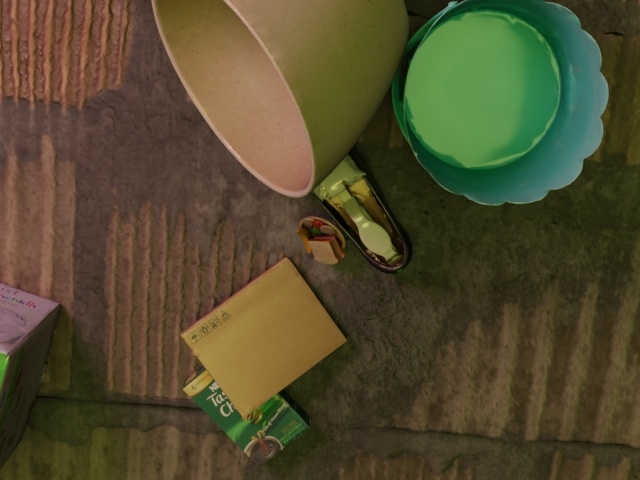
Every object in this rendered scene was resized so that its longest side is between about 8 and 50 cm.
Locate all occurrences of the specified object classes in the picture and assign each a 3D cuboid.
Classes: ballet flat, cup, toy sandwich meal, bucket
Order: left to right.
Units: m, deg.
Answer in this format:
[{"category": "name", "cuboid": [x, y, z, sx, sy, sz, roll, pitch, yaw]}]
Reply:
[{"category": "cup", "cuboid": [-0.027, -0.257, 1.092, 0.237, 0.331, 0.331, -37, 102, -18]}, {"category": "toy sandwich meal", "cuboid": [0.000, 0.000, 1.258, 0.085, 0.029, 0.085, 21, 145, 16]}, {"category": "ballet flat", "cuboid": [0.045, -0.066, 1.225, 0.095, 0.096, 0.280, -39, 100, 8]}, {"category": "bucket", "cuboid": [0.233, -0.195, 1.148, 0.281, 0.183, 0.281, 0, 103, 1]}]

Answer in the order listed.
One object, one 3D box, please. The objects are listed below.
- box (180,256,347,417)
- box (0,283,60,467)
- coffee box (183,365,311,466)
[{"category": "box", "cuboid": [-0.085, 0.149, 1.290, 0.201, 0.021, 0.164, -36, 100, -7]}, {"category": "box", "cuboid": [-0.498, 0.222, 1.231, 0.127, 0.231, 0.262, 19, 104, -5]}, {"category": "coffee box", "cuboid": [-0.116, 0.259, 1.335, 0.113, 0.040, 0.184, -39, 101, 9]}]
